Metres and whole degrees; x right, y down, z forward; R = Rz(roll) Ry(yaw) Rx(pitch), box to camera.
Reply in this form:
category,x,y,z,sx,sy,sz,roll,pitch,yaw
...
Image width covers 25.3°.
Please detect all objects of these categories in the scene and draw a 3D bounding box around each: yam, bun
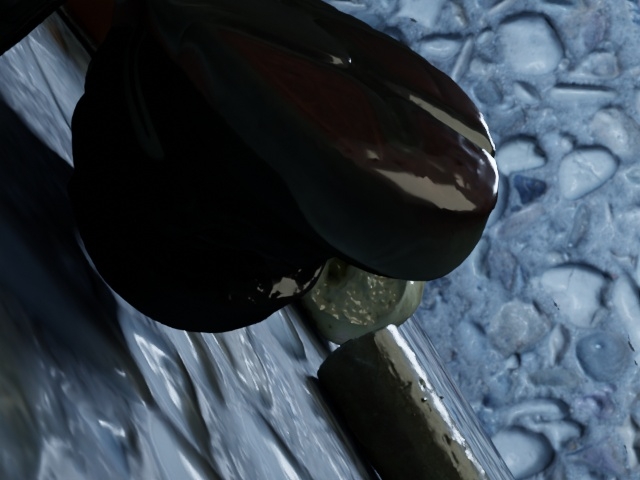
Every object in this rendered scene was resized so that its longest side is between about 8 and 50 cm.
category,x,y,z,sx,sy,sz,roll,pitch,yaw
yam,0.065,0.139,0.938,0.169,0.068,0.068,59,4,8
bun,0.018,-0.016,1.120,0.178,0.128,0.193,57,6,-35

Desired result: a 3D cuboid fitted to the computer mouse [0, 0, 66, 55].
category,x,y,z,sx,sy,sz,roll,pitch,yaw
computer mouse,-0.105,-0.106,0.480,0.062,0.106,0.192,50,4,-10

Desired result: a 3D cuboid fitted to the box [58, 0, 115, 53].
category,x,y,z,sx,sy,sz,roll,pitch,yaw
box,-0.168,-0.289,0.954,0.344,0.122,0.385,54,5,-39

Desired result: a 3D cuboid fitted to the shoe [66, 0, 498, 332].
category,x,y,z,sx,sy,sz,roll,pitch,yaw
shoe,-0.038,-0.030,0.534,0.114,0.137,0.291,16,11,-22
